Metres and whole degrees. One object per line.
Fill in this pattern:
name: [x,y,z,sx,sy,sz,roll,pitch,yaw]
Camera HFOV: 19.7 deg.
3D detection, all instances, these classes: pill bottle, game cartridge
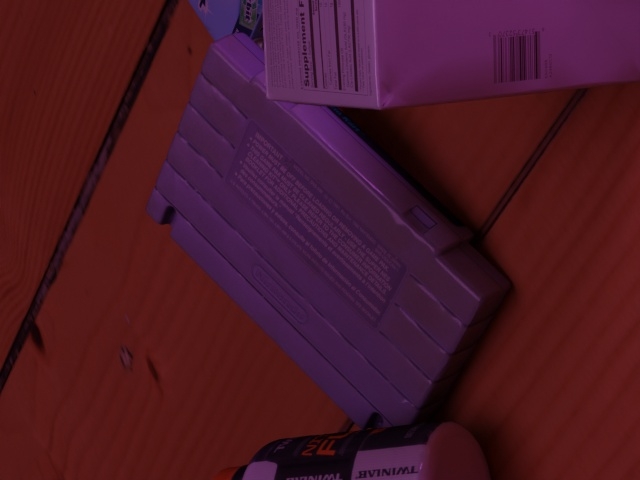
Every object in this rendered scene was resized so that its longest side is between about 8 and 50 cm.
pill bottle: [0.018,0.234,1.624,0.246,0.130,0.130,-10,89,32]
game cartridge: [0.000,0.000,1.673,0.355,0.068,0.230,44,129,20]

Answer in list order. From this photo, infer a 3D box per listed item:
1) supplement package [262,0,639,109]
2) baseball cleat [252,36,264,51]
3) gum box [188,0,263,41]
supplement package: [0.100,-0.209,1.361,0.145,0.262,0.204,12,107,54]
baseball cleat: [-0.051,-0.088,1.781,0.109,0.072,0.206,-27,74,54]
gum box: [-0.084,-0.283,1.812,0.184,0.041,0.157,57,138,30]
